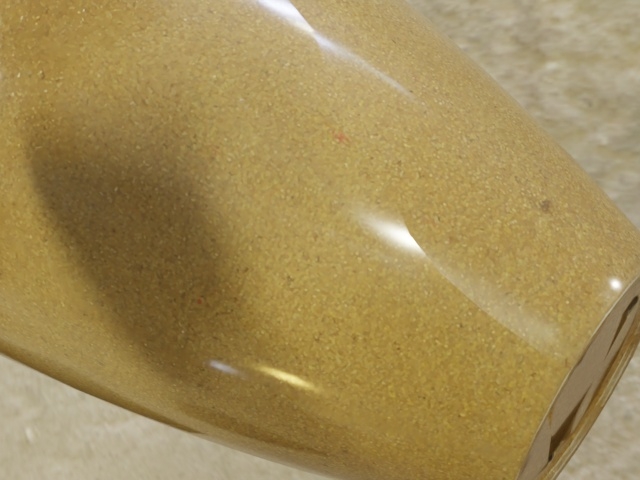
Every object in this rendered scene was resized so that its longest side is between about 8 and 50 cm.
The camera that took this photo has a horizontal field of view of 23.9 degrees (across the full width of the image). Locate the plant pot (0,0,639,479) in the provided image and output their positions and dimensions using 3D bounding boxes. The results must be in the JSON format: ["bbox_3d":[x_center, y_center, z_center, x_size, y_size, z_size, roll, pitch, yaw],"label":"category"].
[{"bbox_3d":[0.000,0.000,0.625,0.254,0.237,0.237,31,86,20],"label":"plant pot"}]
